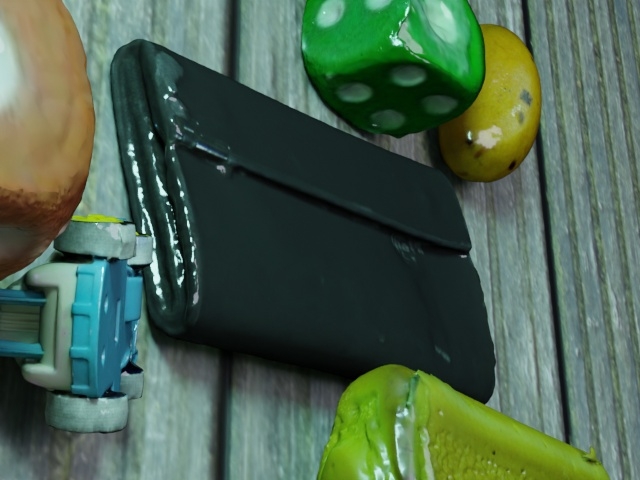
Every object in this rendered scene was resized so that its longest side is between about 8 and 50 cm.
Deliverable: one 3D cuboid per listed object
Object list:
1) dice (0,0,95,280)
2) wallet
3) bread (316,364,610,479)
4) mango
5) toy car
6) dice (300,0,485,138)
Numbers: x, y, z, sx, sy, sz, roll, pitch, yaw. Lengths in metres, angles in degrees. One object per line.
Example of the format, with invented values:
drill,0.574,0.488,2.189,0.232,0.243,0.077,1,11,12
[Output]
dice,-0.234,-0.065,0.847,0.174,0.179,0.175,16,53,-54
wallet,0.001,0.000,1.299,0.406,0.062,0.228,20,54,-53
bread,0.122,0.215,1.304,0.383,0.112,0.166,28,50,-50
mango,0.164,-0.130,1.634,0.115,0.090,0.178,29,49,-34
toy car,-0.155,0.043,1.009,0.161,0.098,0.126,-86,180,-85
dice,0.063,-0.174,1.465,0.128,0.120,0.131,35,45,-46
